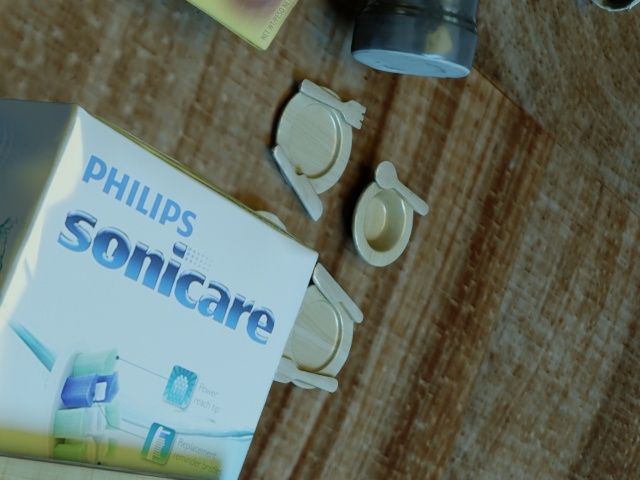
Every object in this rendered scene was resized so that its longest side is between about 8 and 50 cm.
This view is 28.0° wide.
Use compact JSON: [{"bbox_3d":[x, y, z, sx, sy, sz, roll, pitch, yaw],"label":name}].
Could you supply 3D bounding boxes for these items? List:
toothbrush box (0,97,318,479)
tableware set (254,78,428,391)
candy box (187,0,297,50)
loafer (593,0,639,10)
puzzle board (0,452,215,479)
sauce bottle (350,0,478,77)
[{"bbox_3d":[-0.159,0.102,0.455,0.126,0.216,0.295,33,74,-45],"label":"toothbrush box"},{"bbox_3d":[0.000,0.000,0.753,0.141,0.020,0.168,44,66,-42],"label":"tableware set"},{"bbox_3d":[-0.067,-0.180,0.599,0.187,0.053,0.109,28,100,-45],"label":"candy box"},{"bbox_3d":[0.198,-0.244,0.838,0.092,0.102,0.268,-63,148,-17],"label":"loafer"},{"bbox_3d":[-0.078,0.113,0.378,0.128,0.011,0.096,20,83,-46],"label":"puzzle board"},{"bbox_3d":[0.082,-0.266,0.724,0.111,0.111,0.344,8,90,-48],"label":"sauce bottle"}]
